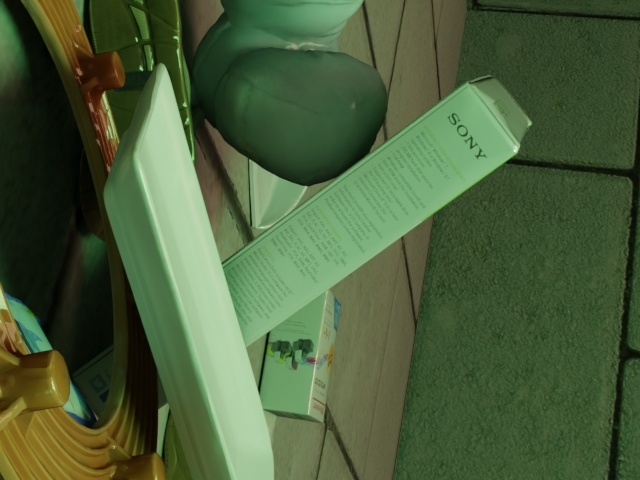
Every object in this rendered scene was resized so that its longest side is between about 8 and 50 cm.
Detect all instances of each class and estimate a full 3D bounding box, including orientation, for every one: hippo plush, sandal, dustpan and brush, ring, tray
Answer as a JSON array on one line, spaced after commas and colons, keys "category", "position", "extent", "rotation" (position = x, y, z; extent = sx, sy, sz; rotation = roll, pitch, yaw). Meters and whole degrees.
[{"category": "hippo plush", "position": [-0.045, -0.172, 0.795], "extent": [0.294, 0.234, 0.236], "rotation": [46, -57, 48]}, {"category": "sandal", "position": [-0.117, -0.088, 0.717], "extent": [0.049, 0.072, 0.180], "rotation": [-141, -129, -78]}, {"category": "dustpan and brush", "position": [-0.017, -0.116, 1.178], "extent": [0.211, 0.060, 0.147], "rotation": [-64, 157, -59]}, {"category": "ring", "position": [-0.118, -0.022, 0.528], "extent": [0.336, 0.032, 0.336], "rotation": [-11, 90, -87]}, {"category": "tray", "position": [-0.067, 0.052, 0.606], "extent": [0.145, 0.030, 0.270], "rotation": [-98, 175, -65]}]

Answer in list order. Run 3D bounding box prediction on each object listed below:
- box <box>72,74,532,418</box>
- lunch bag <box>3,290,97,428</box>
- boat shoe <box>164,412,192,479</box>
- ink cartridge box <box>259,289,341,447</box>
[{"category": "box", "position": [0.000, 0.000, 0.793], "extent": [0.058, 0.322, 0.232], "rotation": [55, 15, -1]}, {"category": "lunch bag", "position": [-0.162, 0.086, 0.509], "extent": [0.129, 0.096, 0.151], "rotation": [69, 16, -70]}, {"category": "boat shoe", "position": [-0.099, 0.181, 0.948], "extent": [0.059, 0.063, 0.170], "rotation": [62, 46, -75]}, {"category": "ink cartridge box", "position": [-0.025, 0.147, 1.277], "extent": [0.104, 0.062, 0.181], "rotation": [54, 44, -73]}]
